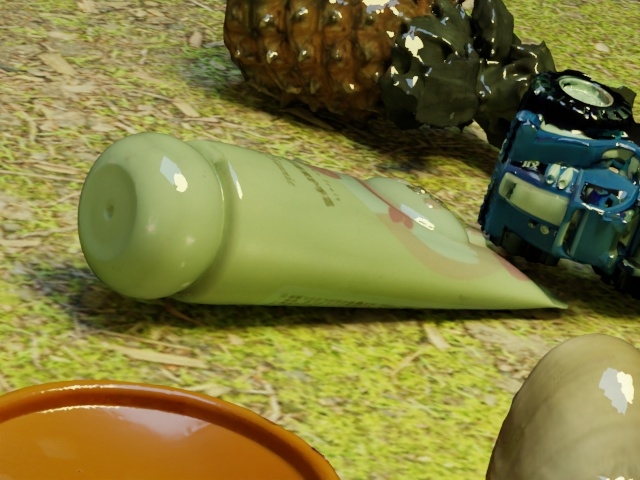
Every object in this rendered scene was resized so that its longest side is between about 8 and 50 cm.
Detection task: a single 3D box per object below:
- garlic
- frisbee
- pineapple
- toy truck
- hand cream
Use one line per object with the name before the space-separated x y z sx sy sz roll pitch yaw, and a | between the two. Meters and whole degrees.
garlic | 0.112 0.124 0.840 0.099 0.124 0.174 3 68 -13
frisbee | -0.082 0.119 0.889 0.192 0.035 0.192 10 21 -4
pineapple | 0.076 -0.123 1.438 0.310 0.141 0.170 28 22 19
toy truck | 0.207 -0.015 1.231 0.208 0.113 0.126 19 26 3
hand cream | 0.000 0.000 1.169 0.306 0.093 0.147 8 19 -41
